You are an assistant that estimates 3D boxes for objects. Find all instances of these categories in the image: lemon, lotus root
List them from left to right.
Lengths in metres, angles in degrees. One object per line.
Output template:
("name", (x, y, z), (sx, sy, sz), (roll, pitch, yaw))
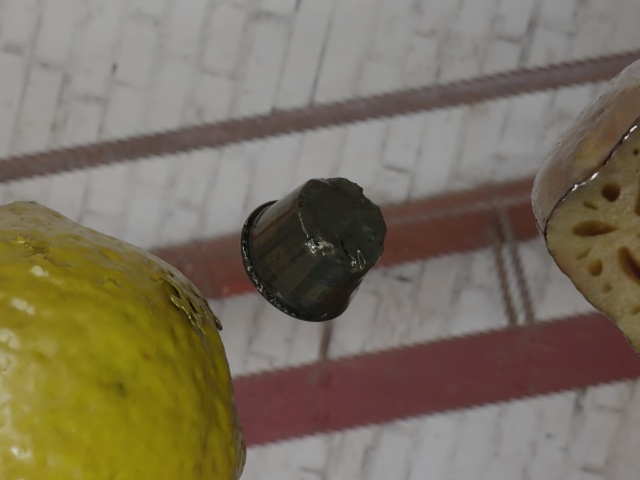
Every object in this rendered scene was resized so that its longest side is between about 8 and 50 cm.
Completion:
("lemon", (-0.224, 0.163, 1.175), (0.350, 0.350, 0.387), (122, 150, -78))
("lotus root", (0.376, -0.054, 1.639), (0.250, 0.316, 0.316), (-90, 14, -66))

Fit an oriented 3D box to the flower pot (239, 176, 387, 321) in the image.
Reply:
("flower pot", (0.000, 0.000, 1.850), (0.107, 0.157, 0.157), (-44, 28, 48))
